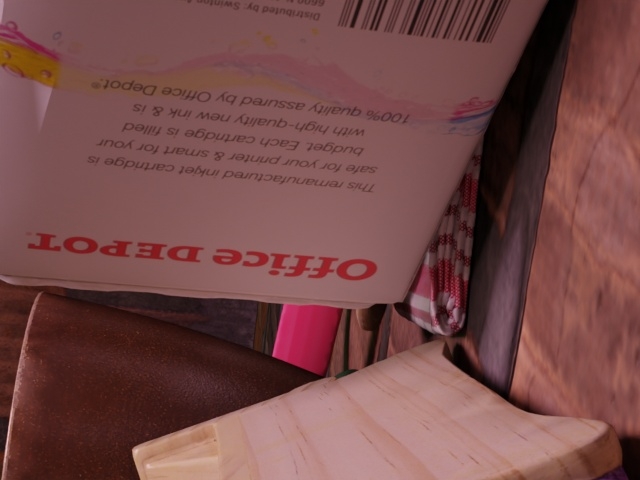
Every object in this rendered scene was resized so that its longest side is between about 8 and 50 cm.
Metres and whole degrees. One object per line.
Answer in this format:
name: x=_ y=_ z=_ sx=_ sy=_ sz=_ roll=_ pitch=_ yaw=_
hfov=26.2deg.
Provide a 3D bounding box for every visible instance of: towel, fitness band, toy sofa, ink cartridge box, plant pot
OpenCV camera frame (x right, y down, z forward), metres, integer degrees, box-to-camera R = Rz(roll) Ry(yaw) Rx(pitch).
towel: x=0.062 y=-0.048 z=0.765 sx=0.144 sy=0.029 sz=0.197 roll=-178 pitch=93 yaw=-85
fitness band: x=0.000 y=0.000 z=1.074 sx=0.209 sy=0.054 sz=0.291 roll=-79 pitch=1 yaw=-59
toy sofa: x=0.019 y=0.152 z=0.562 sx=0.362 sy=0.177 sz=0.150 roll=-172 pitch=63 yaw=-84
ink cartridge box: x=-0.033 y=-0.113 z=0.611 sx=0.306 sy=0.226 sz=0.131 roll=113 pitch=158 yaw=-50
plant pot: x=-0.065 y=0.147 z=0.833 sx=0.215 sy=0.230 sz=0.215 roll=-175 pitch=90 yaw=-84

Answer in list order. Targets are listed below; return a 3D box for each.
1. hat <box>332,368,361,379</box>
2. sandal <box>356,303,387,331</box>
hat: x=0.015 y=0.224 z=0.993 sx=0.208 sy=0.183 sz=0.173 roll=-36 pitch=-17 yaw=-30
sandal: x=0.013 y=-0.055 z=0.850 sx=0.088 sy=0.079 sz=0.240 roll=72 pitch=-154 yaw=-61
